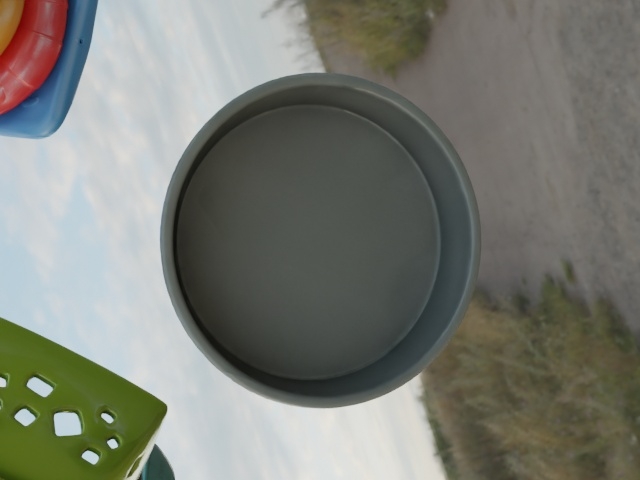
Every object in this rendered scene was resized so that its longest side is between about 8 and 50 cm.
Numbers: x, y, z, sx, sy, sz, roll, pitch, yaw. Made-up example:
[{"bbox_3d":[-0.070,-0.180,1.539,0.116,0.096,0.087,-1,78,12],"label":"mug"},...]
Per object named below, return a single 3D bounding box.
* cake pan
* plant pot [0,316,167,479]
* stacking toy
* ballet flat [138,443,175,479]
[{"bbox_3d":[0.000,0.000,0.919,0.293,0.293,0.054,70,163,-6],"label":"cake pan"},{"bbox_3d":[-0.307,0.238,0.967,0.228,0.227,0.207,-63,2,30],"label":"plant pot"},{"bbox_3d":[-0.308,-0.188,0.734,0.302,0.166,0.175,18,-95,-69],"label":"stacking toy"},{"bbox_3d":[-0.244,0.354,1.273,0.116,0.124,0.342,57,178,-15],"label":"ballet flat"}]
